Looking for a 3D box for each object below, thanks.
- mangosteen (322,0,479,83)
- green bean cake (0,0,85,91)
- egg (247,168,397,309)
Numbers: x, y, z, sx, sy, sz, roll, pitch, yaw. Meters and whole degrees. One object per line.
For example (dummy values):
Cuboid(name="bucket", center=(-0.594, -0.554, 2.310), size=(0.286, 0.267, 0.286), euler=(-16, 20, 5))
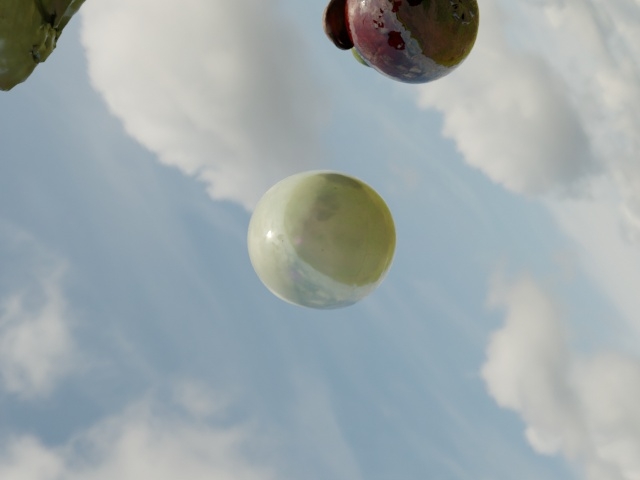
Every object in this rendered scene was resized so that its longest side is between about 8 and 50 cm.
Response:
Cuboid(name="mangosteen", center=(0.098, -0.277, 1.583), size=(0.200, 0.200, 0.200), euler=(49, -157, -29))
Cuboid(name="green bean cake", center=(-0.204, -0.199, 0.587), size=(0.132, 0.255, 0.241), euler=(75, -145, -54))
Cuboid(name="egg", center=(0.000, 0.000, 1.346), size=(0.151, 0.151, 0.209), euler=(63, -160, 6))
